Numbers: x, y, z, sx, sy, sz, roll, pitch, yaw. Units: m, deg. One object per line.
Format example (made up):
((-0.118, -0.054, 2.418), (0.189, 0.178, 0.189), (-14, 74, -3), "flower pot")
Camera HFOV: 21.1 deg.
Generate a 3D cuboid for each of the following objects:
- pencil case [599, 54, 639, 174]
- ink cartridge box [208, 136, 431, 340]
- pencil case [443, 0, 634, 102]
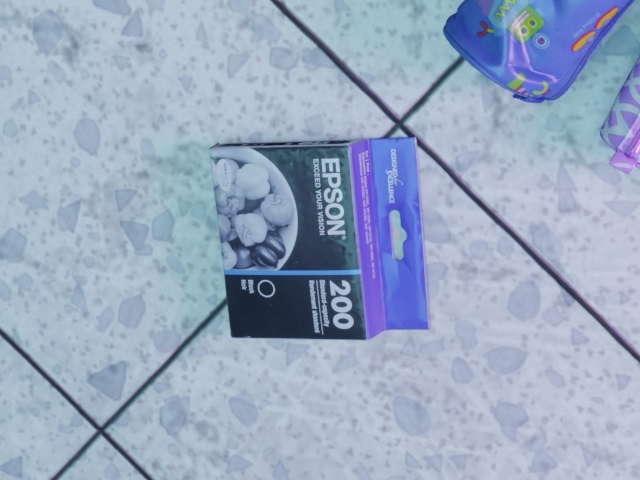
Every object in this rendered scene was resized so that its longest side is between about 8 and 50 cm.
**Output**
((0.329, -0.158, 1.548), (0.086, 0.088, 0.206), (27, 114, 7), "pencil case")
((0.000, 0.000, 1.727), (0.208, 0.045, 0.206), (-1, 106, 17), "ink cartridge box")
((0.247, -0.254, 1.524), (0.306, 0.119, 0.133), (-48, 66, 25), "pencil case")
